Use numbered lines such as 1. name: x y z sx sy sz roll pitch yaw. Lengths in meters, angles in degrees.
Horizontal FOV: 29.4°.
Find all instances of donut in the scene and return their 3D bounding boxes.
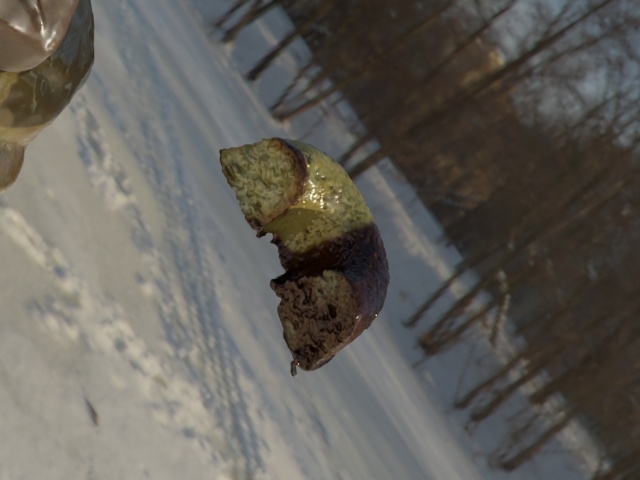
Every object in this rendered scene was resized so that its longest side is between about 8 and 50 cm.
1. donut: -0.001 -0.001 1.120 0.141 0.085 0.217 -14 79 -61

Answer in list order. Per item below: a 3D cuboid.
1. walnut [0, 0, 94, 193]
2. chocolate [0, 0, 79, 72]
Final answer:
1. walnut: -0.393 -0.189 1.107 0.381 0.381 0.381 57 2 -4
2. chocolate: -0.218 -0.230 0.851 0.093 0.214 0.148 0 -23 47
